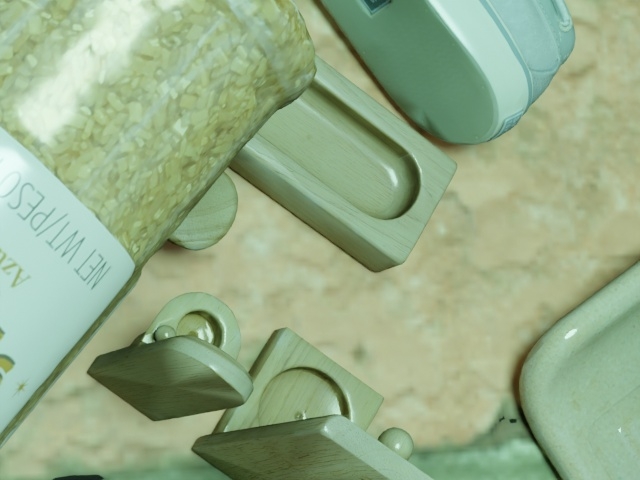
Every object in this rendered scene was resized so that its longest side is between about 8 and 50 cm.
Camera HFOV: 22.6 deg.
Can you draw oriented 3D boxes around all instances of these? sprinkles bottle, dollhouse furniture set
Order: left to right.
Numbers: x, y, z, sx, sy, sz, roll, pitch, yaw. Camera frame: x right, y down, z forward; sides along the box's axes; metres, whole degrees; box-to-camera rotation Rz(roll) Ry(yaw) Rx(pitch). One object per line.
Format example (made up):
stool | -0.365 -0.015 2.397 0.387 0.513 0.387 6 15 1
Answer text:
sprinkles bottle | -0.153 0.041 0.469 0.121 0.121 0.355 42 76 -12
dollhouse furniture set | 0.000 0.000 0.567 0.144 0.123 0.151 36 69 -14

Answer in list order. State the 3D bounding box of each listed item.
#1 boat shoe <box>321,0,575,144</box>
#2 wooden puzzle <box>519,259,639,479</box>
boat shoe | 0.023 -0.148 0.636 0.081 0.079 0.227 -41 103 -33
wooden puzzle | 0.293 0.111 0.699 0.322 0.080 0.348 -33 95 -25
